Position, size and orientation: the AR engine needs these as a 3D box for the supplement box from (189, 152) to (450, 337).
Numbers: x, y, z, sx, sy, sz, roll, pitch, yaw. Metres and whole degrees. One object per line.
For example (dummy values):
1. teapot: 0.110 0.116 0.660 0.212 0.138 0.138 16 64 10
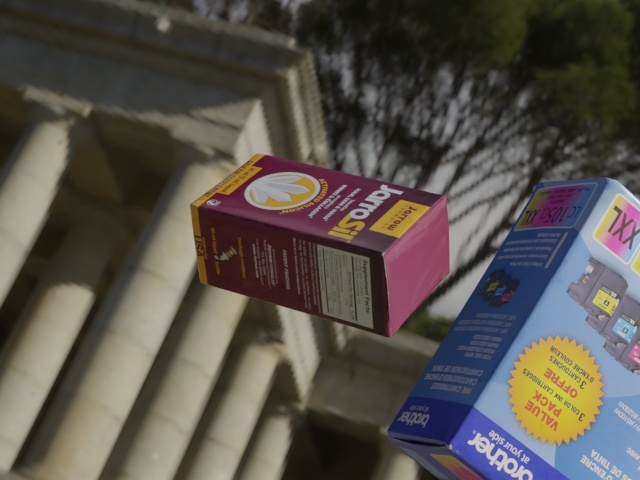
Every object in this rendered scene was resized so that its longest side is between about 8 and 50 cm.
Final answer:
1. supplement box: 0.000 0.000 1.233 0.188 0.104 0.081 14 -54 29

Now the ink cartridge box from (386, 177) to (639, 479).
1. ink cartridge box: 0.259 0.171 1.564 0.270 0.395 0.151 38 -14 -17
